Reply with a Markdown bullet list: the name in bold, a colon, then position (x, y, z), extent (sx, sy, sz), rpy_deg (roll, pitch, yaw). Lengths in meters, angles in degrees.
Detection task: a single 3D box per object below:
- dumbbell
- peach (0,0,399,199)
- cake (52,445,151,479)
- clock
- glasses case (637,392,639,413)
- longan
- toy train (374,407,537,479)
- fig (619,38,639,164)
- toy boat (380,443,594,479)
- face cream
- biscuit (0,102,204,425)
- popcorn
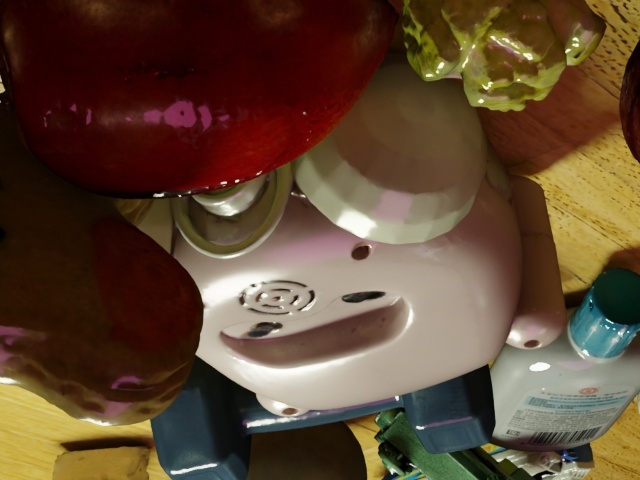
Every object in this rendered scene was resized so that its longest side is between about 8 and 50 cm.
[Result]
- **dumbbell**: position (0.000, 0.146, 1.743), extent (0.325, 0.160, 0.144), rpy_deg (-11, 123, 9)
- **peach**: position (-0.070, -0.114, 1.164), extent (0.267, 0.154, 0.159), rpy_deg (0, 153, -13)
- **cake**: position (-0.229, 0.296, 2.066), extent (0.117, 0.086, 0.220), rpy_deg (-6, 154, 4)
- **clock**: position (0.000, 0.000, 1.417), extent (0.342, 0.184, 0.326), rpy_deg (-22, 147, 19)
- **glasses case**: position (0.446, 0.163, 2.000), extent (0.197, 0.049, 0.076), rpy_deg (-13, 154, 12)
- **longan**: position (-0.042, 0.258, 1.957), extent (0.189, 0.189, 0.189), rpy_deg (-6, 155, -3)
- **toy train**: position (0.148, 0.245, 1.956), extent (0.083, 0.200, 0.132), rpy_deg (-49, 168, 14)
- **fig**: position (0.278, -0.107, 1.273), extent (0.148, 0.149, 0.202), rpy_deg (-11, 151, 21)
- **toy boat**: position (0.169, 0.280, 2.129), extent (0.295, 0.088, 0.129), rpy_deg (-24, 150, 31)
- **face cream**: position (0.256, 0.124, 1.834), extent (0.163, 0.080, 0.336), rpy_deg (0, 154, -9)
- **biscuit**: position (-0.276, -0.003, 1.139), extent (0.394, 0.368, 0.076), rpy_deg (2, 126, -17)
- **popcorn**: position (0.114, -0.145, 1.179), extent (0.126, 0.125, 0.145), rpy_deg (-37, 163, 12)
